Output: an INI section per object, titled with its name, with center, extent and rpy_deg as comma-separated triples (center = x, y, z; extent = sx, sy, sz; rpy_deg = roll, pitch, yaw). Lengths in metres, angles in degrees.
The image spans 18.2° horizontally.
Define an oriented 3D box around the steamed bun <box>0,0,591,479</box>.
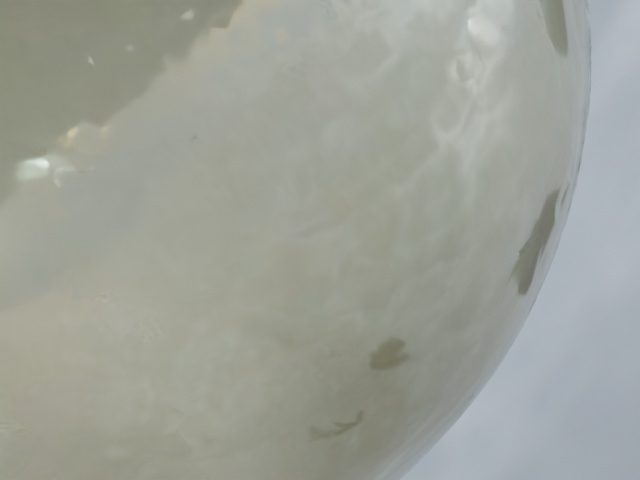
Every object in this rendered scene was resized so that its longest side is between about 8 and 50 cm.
[steamed bun]
center = -0.087, -0.057, 0.514
extent = 0.206, 0.324, 0.324
rpy_deg = 96, 12, -49
